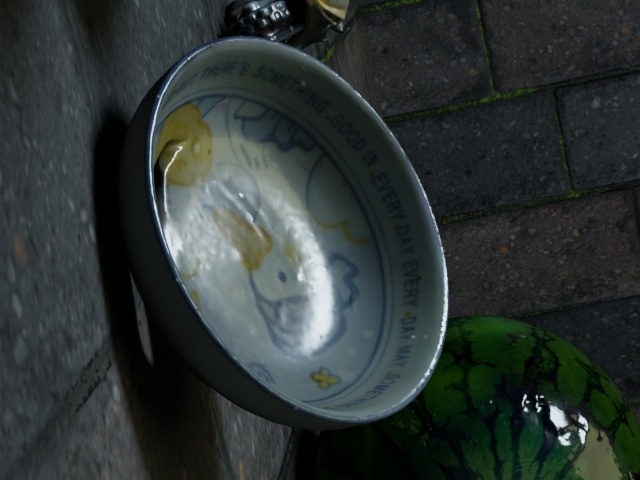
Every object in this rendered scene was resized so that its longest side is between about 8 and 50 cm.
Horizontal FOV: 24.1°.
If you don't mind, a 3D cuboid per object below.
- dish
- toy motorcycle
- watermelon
[{"bbox_3d":[-0.051,0.011,1.022,0.273,0.134,0.273,27,50,-37],"label":"dish"},{"bbox_3d":[-0.025,-0.228,1.527,0.094,0.130,0.229,59,9,-2],"label":"toy motorcycle"},{"bbox_3d":[0.153,0.238,1.430,0.363,0.363,0.363,-11,90,-82],"label":"watermelon"}]
